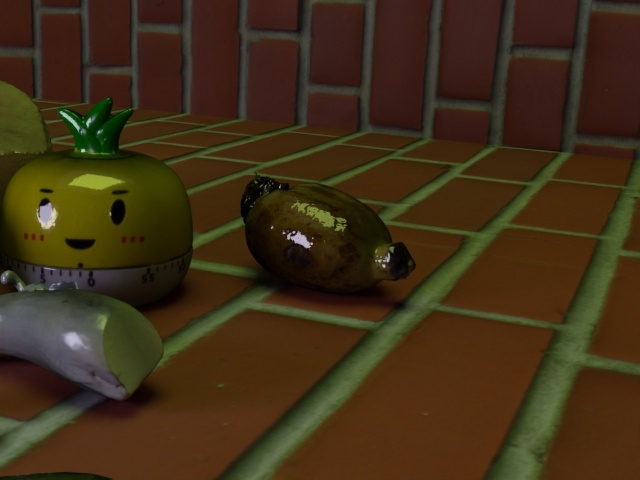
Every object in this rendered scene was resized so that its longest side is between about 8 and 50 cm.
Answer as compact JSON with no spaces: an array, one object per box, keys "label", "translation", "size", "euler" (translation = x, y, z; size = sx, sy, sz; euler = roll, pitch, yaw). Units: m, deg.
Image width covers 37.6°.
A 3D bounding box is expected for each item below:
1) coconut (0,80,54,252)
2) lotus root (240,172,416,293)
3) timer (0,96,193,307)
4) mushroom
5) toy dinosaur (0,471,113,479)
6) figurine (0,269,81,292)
[{"label":"coconut","translation":[-0.575,-0.103,1.362],"size":[0.297,0.297,0.309],"euler":[12,14,32]},{"label":"lotus root","translation":[0.000,0.000,1.361],"size":[0.314,0.141,0.169],"euler":[25,28,35]},{"label":"timer","translation":[-0.303,-0.061,1.278],"size":[0.285,0.285,0.285],"euler":[3,15,-1]},{"label":"mushroom","translation":[-0.292,0.102,1.002],"size":[0.270,0.103,0.118],"euler":[3,26,26]},{"label":"toy dinosaur","translation":[-0.335,0.191,0.698],"size":[0.363,0.076,0.147],"euler":[2,-5,-8]},{"label":"figurine","translation":[-0.333,0.080,1.097],"size":[0.086,0.082,0.094],"euler":[22,14,-42]}]
